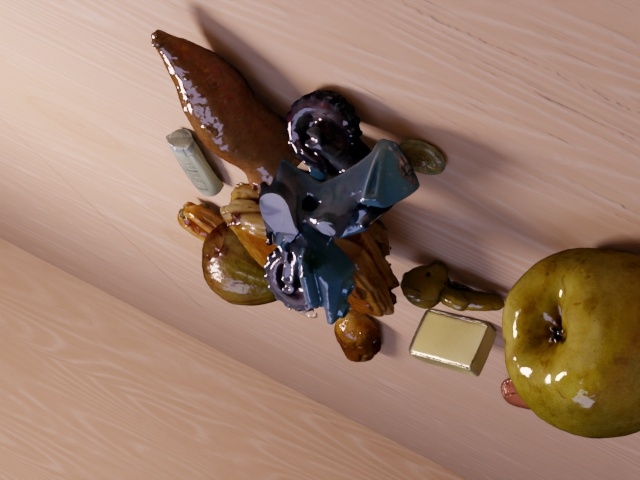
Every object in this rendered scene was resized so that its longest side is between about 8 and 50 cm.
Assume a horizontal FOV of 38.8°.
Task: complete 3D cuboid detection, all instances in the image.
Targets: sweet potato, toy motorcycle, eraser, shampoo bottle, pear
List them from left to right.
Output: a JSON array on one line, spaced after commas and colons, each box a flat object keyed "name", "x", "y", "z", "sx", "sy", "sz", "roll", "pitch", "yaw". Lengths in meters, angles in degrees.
[{"name": "shampoo bottle", "x": -0.260, "y": -0.158, "z": 1.891, "sx": 0.072, "sy": 0.049, "sz": 0.212, "roll": 25, "pitch": 162, "yaw": 20}, {"name": "sweet potato", "x": -0.167, "y": -0.219, "z": 1.485, "sx": 0.131, "sy": 0.131, "sz": 0.337, "roll": 5, "pitch": 150, "yaw": 50}, {"name": "toy motorcycle", "x": 0.026, "y": -0.032, "z": 1.467, "sx": 0.232, "sy": 0.172, "sz": 0.416, "roll": 25, "pitch": 125, "yaw": 19}, {"name": "eraser", "x": 0.292, "y": 0.225, "z": 2.017, "sx": 0.172, "sy": 0.117, "sz": 0.058, "roll": 10, "pitch": 159, "yaw": 42}, {"name": "pear", "x": 0.435, "y": 0.159, "z": 1.382, "sx": 0.304, "sy": 0.304, "sz": 0.304, "roll": 25, "pitch": 161, "yaw": 9}]

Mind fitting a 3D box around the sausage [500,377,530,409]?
[{"name": "sausage", "x": 0.537, "y": 0.367, "z": 2.109, "sx": 0.087, "sy": 0.079, "sz": 0.327, "roll": 10, "pitch": 176, "yaw": -38}]

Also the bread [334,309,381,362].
[{"name": "bread", "x": 0.099, "y": 0.276, "z": 2.475, "sx": 0.124, "sy": 0.084, "sz": 0.344, "roll": 24, "pitch": 161, "yaw": 14}]

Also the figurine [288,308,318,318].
[{"name": "figurine", "x": -0.009, "y": 0.101, "z": 2.055, "sx": 0.132, "sy": 0.153, "sz": 0.132, "roll": 25, "pitch": 161, "yaw": 9}]

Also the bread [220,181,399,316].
[{"name": "bread", "x": 0.000, "y": 0.000, "z": 1.757, "sx": 0.325, "sy": 0.167, "sz": 0.277, "roll": 20, "pitch": 159, "yaw": 30}]

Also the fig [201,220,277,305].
[{"name": "fig", "x": -0.110, "y": 0.079, "z": 1.989, "sx": 0.321, "sy": 0.217, "sz": 0.217, "roll": 32, "pitch": 166, "yaw": 32}]

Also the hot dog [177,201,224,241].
[{"name": "hot dog", "x": -0.235, "y": -0.016, "z": 2.203, "sx": 0.249, "sy": 0.068, "sz": 0.100, "roll": 36, "pitch": 150, "yaw": -28}]

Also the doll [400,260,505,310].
[{"name": "doll", "x": 0.262, "y": 0.094, "z": 1.797, "sx": 0.210, "sy": 0.097, "sz": 0.137, "roll": 10, "pitch": -169, "yaw": 6}]

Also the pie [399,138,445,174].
[{"name": "pie", "x": 0.160, "y": -0.129, "z": 1.420, "sx": 0.084, "sy": 0.021, "sz": 0.084, "roll": 24, "pitch": 157, "yaw": 11}]
